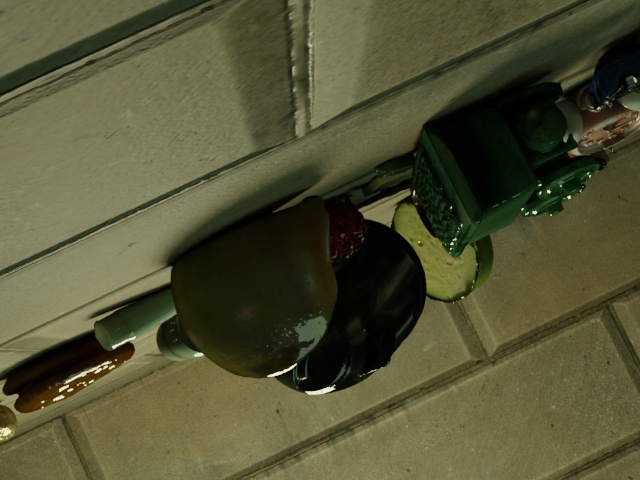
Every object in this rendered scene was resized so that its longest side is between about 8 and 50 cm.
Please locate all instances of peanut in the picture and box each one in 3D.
[{"bbox_3d":[-0.631,0.355,2.119,0.080,0.080,0.174,-27,175,10],"label":"peanut"}]

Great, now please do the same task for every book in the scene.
[{"bbox_3d":[0.117,-0.095,1.567,0.111,0.014,0.077,-23,176,-18],"label":"book"}]

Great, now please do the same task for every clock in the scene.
[{"bbox_3d":[0.412,-0.194,1.647,0.166,0.092,0.162,-27,166,14],"label":"clock"}]

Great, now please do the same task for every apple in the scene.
[{"bbox_3d":[-0.091,0.075,1.379,0.265,0.193,0.120,-26,165,39],"label":"apple"}]

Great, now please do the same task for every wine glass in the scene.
[{"bbox_3d":[-0.232,0.163,1.995,0.103,0.103,0.231,-24,178,-21],"label":"wine glass"}]

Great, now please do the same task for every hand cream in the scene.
[{"bbox_3d":[-0.235,0.097,1.632,0.205,0.050,0.078,-28,175,-33],"label":"hand cream"}]

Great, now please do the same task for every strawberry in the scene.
[{"bbox_3d":[0.000,0.000,1.567,0.145,0.086,0.145,-27,-176,2],"label":"strawberry"}]

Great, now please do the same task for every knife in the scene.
[{"bbox_3d":[0.105,-0.074,1.621,0.035,0.018,0.247,-14,-174,32],"label":"knife"}]

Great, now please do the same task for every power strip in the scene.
[{"bbox_3d":[0.099,-0.096,1.457,0.027,0.017,0.083,-31,174,36],"label":"power strip"}]

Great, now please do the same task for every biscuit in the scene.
[{"bbox_3d":[-0.410,0.210,1.818,0.220,0.066,0.220,-29,174,-3],"label":"biscuit"}]

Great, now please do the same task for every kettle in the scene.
[{"bbox_3d":[-0.021,0.105,1.703,0.321,0.228,0.324,15,-158,14],"label":"kettle"}]

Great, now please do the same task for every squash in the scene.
[{"bbox_3d":[0.239,0.004,2.019,0.133,0.220,0.220,-18,172,-32],"label":"squash"}]

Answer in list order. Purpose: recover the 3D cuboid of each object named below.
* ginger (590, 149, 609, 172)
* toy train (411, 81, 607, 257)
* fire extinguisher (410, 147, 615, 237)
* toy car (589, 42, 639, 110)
[{"bbox_3d":[0.396,-0.136,1.937,0.213,0.137,0.074,-23,134,24],"label":"ginger"},{"bbox_3d":[0.229,-0.089,1.381,0.202,0.145,0.266,-24,169,-4],"label":"toy train"},{"bbox_3d":[0.324,-0.106,1.816,0.344,0.138,0.102,-24,-146,-6],"label":"fire extinguisher"},{"bbox_3d":[0.396,-0.216,1.434,0.103,0.063,0.216,-26,-179,10],"label":"toy car"}]
